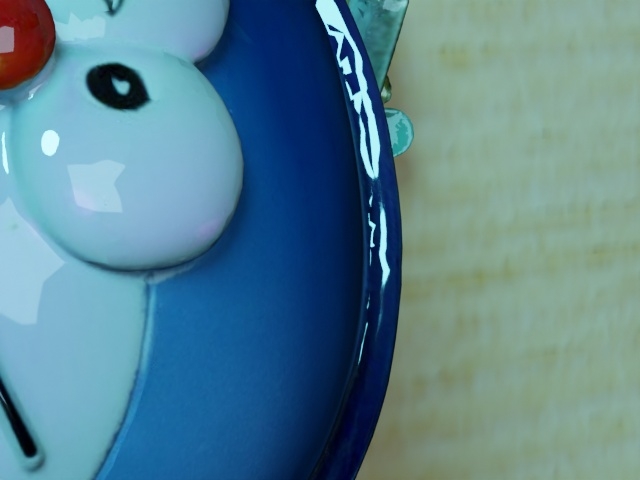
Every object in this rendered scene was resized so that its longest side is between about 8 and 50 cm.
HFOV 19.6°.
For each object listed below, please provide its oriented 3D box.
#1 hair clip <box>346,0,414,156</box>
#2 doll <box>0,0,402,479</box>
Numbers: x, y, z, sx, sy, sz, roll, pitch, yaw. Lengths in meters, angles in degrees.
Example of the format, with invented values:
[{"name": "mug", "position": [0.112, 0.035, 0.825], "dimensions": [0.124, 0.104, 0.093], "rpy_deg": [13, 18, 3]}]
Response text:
[{"name": "hair clip", "position": [0.001, 0.000, 0.585], "dimensions": [0.049, 0.049, 0.173], "rpy_deg": [11, 98, -31]}, {"name": "doll", "position": [-0.134, -0.001, 0.402], "dimensions": [0.310, 0.240, 0.284], "rpy_deg": [-10, 76, -13]}]
